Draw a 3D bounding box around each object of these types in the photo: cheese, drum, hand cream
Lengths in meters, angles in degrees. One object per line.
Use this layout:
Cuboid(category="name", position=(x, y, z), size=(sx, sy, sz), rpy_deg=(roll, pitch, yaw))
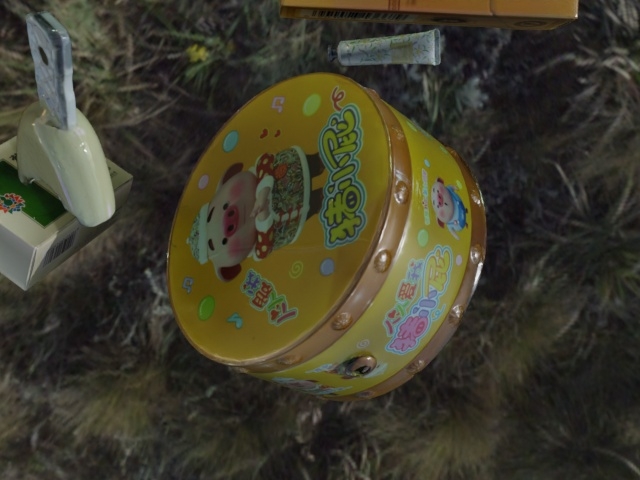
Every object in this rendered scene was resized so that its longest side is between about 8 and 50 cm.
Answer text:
Cuboid(category="cheese", position=(-0.231, -0.102, 0.767), size=(0.127, 0.049, 0.235), rpy_deg=(44, 147, 24))
Cuboid(category="drum", position=(0.000, 0.000, 1.188), size=(0.431, 0.431, 0.214), rpy_deg=(-40, 136, 22))
Cuboid(category="hand cream", position=(0.110, -0.330, 1.515), size=(0.194, 0.042, 0.067), rpy_deg=(-2, 122, 9))

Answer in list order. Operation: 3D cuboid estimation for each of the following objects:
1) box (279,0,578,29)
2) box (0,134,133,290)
Cuboid(category="box", position=(0.100, -0.292, 0.806), size=(0.274, 0.076, 0.174), rpy_deg=(2, 96, -4))
Cuboid(category="box", position=(-0.396, -0.058, 1.215), size=(0.168, 0.212, 0.095), rpy_deg=(33, 131, 7))
